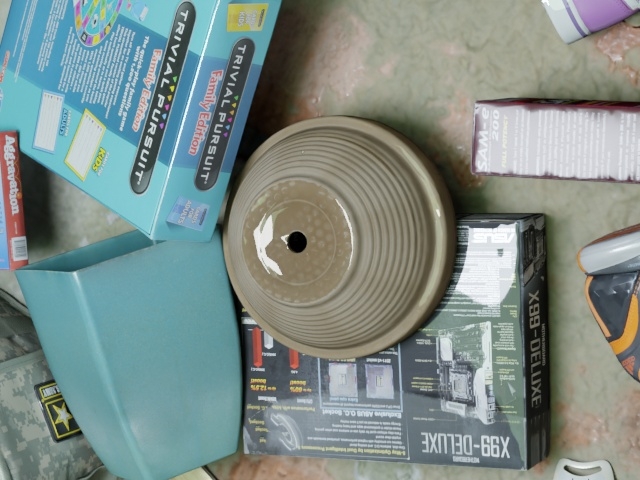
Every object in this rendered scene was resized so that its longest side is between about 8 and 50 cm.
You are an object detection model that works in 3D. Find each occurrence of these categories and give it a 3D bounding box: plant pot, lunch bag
[{"bbox_3d":[0.000,0.000,1.689,0.237,0.110,0.237,2,95,25],"label":"plant pot"},{"bbox_3d":[-0.355,0.172,1.878,0.287,0.235,0.169,35,110,16],"label":"lunch bag"},{"bbox_3d":[-0.177,0.117,1.812,0.165,0.166,0.234,0,108,60],"label":"plant pot"}]

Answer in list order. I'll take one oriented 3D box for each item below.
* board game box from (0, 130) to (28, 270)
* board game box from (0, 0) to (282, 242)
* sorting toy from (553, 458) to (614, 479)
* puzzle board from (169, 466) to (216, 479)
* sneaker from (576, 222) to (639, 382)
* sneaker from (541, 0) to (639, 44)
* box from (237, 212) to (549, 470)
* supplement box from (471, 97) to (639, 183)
[{"bbox_3d":[-0.411,-0.041,1.938,0.281,0.027,0.145,1,96,46],"label":"board game box"},{"bbox_3d":[-0.198,-0.176,1.786,0.336,0.079,0.253,31,109,44],"label":"board game box"},{"bbox_3d":[0.252,0.249,1.729,0.083,0.045,0.075,-1,76,24],"label":"sorting toy"},{"bbox_3d":[-0.142,0.287,1.920,0.128,0.011,0.096,47,113,13],"label":"puzzle board"},{"bbox_3d":[0.400,0.045,1.605,0.321,0.125,0.180,-18,92,35],"label":"sneaker"},{"bbox_3d":[0.236,-0.340,1.641,0.161,0.102,0.282,-27,95,21],"label":"sneaker"},{"bbox_3d":[0.069,0.095,1.768,0.307,0.076,0.242,0,96,24],"label":"box"},{"bbox_3d":[0.270,-0.090,1.629,0.239,0.130,0.073,4,97,23],"label":"supplement box"}]
